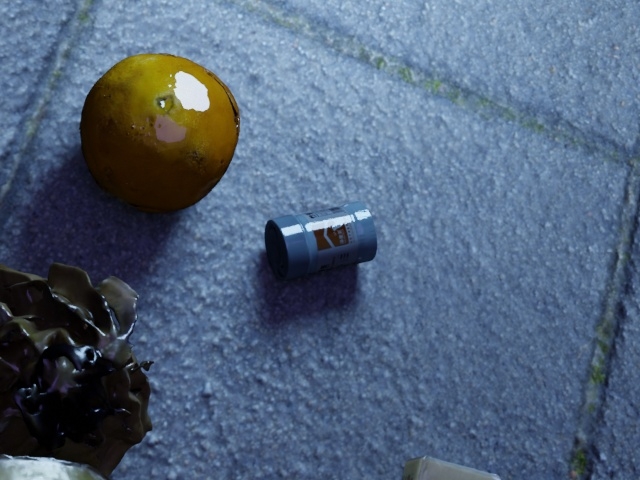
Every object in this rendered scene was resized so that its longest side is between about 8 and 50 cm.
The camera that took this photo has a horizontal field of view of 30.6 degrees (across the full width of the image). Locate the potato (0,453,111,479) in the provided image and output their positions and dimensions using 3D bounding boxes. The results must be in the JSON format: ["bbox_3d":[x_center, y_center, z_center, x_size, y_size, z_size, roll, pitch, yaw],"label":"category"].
[{"bbox_3d":[-0.412,0.489,1.359,0.441,0.385,0.319,-3,39,-16],"label":"potato"}]

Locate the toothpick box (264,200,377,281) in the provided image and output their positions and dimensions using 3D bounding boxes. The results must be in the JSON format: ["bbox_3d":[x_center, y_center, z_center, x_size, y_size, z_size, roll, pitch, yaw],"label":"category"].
[{"bbox_3d":[0.000,0.000,1.841,0.153,0.101,0.101,-13,79,-21],"label":"toothpick box"}]

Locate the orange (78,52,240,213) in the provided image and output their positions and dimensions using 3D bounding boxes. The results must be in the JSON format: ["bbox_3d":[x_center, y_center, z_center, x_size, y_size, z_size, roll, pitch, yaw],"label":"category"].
[{"bbox_3d":[-0.242,-0.162,1.750,0.240,0.240,0.240,5,73,-16],"label":"orange"}]

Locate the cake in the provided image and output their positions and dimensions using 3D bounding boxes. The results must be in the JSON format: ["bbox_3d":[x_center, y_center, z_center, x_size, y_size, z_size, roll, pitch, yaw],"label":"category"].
[{"bbox_3d":[-0.376,0.188,1.524,0.332,0.321,0.332,14,59,-24],"label":"cake"}]

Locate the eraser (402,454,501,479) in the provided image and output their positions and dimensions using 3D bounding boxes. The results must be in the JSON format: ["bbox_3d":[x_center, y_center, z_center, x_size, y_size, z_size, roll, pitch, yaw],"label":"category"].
[{"bbox_3d":[0.173,0.508,1.761,0.144,0.078,0.344,16,70,-12],"label":"eraser"}]
